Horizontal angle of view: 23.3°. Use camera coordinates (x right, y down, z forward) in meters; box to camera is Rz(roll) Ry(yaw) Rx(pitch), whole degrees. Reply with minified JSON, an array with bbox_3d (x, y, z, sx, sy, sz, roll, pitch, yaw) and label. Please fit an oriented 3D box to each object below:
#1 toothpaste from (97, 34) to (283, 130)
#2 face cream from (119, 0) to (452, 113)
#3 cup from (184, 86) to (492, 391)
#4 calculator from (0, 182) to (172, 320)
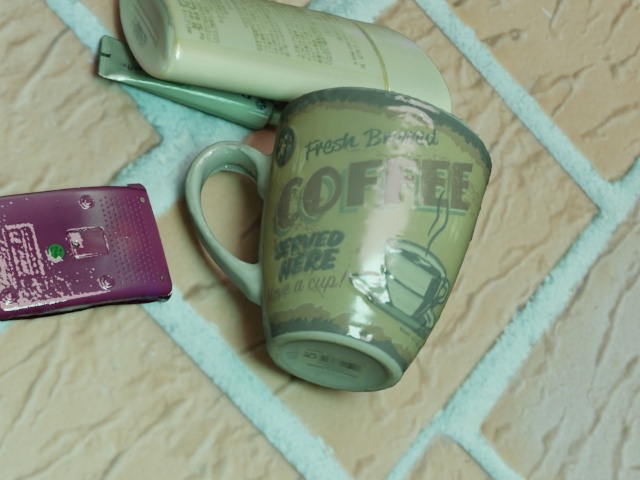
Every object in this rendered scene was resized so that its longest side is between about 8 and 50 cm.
[{"bbox_3d":[-0.132,-0.161,1.633,0.218,0.041,0.064,18,45,-21],"label":"toothpaste"},{"bbox_3d":[-0.034,-0.202,1.659,0.348,0.081,0.173,7,33,-33],"label":"face cream"},{"bbox_3d":[0.000,0.000,1.548,0.301,0.227,0.257,13,62,6],"label":"cup"},{"bbox_3d":[-0.238,0.009,1.488,0.190,0.034,0.127,-7,74,-33],"label":"calculator"}]
